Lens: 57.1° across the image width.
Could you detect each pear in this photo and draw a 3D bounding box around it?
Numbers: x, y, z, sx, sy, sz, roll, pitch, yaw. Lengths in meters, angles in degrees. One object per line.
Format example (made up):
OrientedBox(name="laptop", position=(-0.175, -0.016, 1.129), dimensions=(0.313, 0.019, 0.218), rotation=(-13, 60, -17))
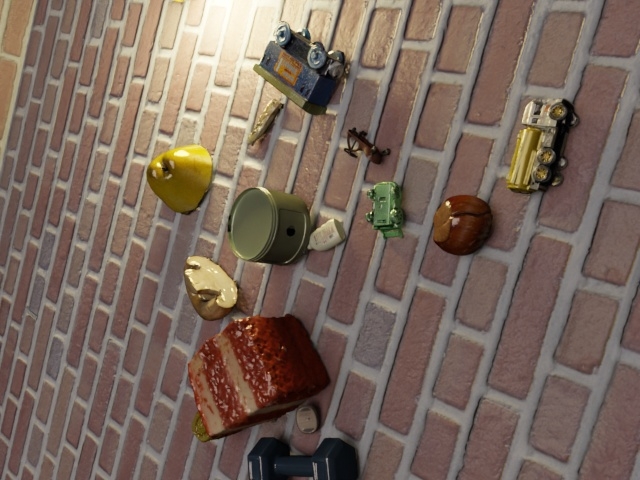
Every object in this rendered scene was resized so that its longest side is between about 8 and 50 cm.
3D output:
OrientedBox(name="pear", position=(-0.525, -0.235, 2.076), dimensions=(0.267, 0.178, 0.267), rotation=(-8, 78, 38))

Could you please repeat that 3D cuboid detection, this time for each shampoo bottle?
OrientedBox(name="shampoo bottle", position=(0.000, 0.000, 1.753), dimensions=(0.152, 0.045, 0.077), rotation=(-32, 68, 27))

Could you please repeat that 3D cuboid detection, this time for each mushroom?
OrientedBox(name="mushroom", position=(-0.377, 0.183, 1.952), dimensions=(0.285, 0.156, 0.151), rotation=(47, 124, 42))

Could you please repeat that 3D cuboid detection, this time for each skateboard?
OrientedBox(name="skateboard", position=(0.122, -0.264, 1.690), dimensions=(0.151, 0.067, 0.080), rotation=(47, 122, 35))

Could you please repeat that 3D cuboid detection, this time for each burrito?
OrientedBox(name="burrito", position=(-0.184, -0.387, 1.925), dimensions=(0.171, 0.042, 0.051), rotation=(-56, 48, 16))

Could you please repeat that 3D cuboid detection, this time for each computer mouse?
OrientedBox(name="computer mouse", position=(-0.038, 0.520, 1.723), dimensions=(0.066, 0.039, 0.096), rotation=(-9, 101, 3))

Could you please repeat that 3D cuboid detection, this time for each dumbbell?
OrientedBox(name="dumbbell", position=(-0.053, 0.640, 1.672), dimensions=(0.316, 0.156, 0.143), rotation=(-12, 48, 34))

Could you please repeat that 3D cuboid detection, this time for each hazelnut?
OrientedBox(name="hazelnut", position=(0.353, -0.038, 1.461), dimensions=(0.143, 0.143, 0.154), rotation=(20, 105, 35))

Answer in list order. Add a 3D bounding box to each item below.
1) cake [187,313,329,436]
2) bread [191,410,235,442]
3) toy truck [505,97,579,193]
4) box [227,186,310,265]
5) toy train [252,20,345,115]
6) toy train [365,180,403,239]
OrientedBox(name="cake", position=(-0.197, 0.390, 1.718), dimensions=(0.319, 0.269, 0.270), rotation=(-39, 65, 25))
OrientedBox(name="bread", position=(-0.304, 0.554, 1.839), dimensions=(0.103, 0.172, 0.132), rotation=(39, 106, 29))
OrientedBox(name="toy truck", position=(0.512, -0.218, 1.377), dimensions=(0.114, 0.098, 0.227), rotation=(18, 98, 41))
OrientedBox(name="box", position=(-0.160, -0.041, 1.785), dimensions=(0.226, 0.149, 0.226), rotation=(-9, 77, 45))
OrientedBox(name="toy train", position=(-0.060, -0.533, 1.805), dimensions=(0.300, 0.131, 0.202), rotation=(43, 117, 31))
OrientedBox(name="toy train", position=(0.184, -0.083, 1.615), dimensions=(0.099, 0.081, 0.149), rotation=(-5, 77, 35))
